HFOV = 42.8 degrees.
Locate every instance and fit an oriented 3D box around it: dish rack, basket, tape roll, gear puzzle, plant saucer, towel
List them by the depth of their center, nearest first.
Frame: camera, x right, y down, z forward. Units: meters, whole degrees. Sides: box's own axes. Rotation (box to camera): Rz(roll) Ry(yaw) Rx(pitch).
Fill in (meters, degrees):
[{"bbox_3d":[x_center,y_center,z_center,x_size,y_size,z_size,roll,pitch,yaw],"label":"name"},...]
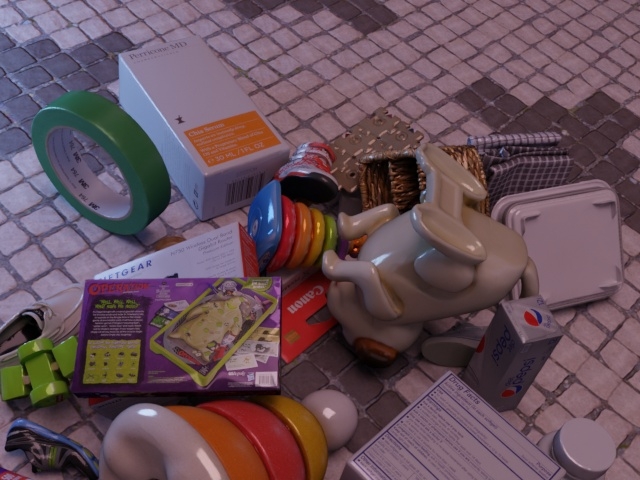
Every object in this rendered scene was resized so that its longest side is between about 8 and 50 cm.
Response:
[{"bbox_3d":[-0.465,-0.159,1.729,0.321,0.321,0.077,31,52,14],"label":"tape roll"},{"bbox_3d":[0.228,-0.053,1.780,0.223,0.213,0.298,-7,97,-18],"label":"basket"},{"bbox_3d":[-0.323,0.026,1.806,0.084,0.015,0.083,6,51,-7],"label":"plant saucer"},{"bbox_3d":[0.551,0.022,1.841,0.333,0.285,0.072,-10,10,-18],"label":"dish rack"},{"bbox_3d":[0.437,-0.112,1.899,0.235,0.283,0.121,-4,47,-15],"label":"towel"},{"bbox_3d":[0.079,-0.176,1.922,0.339,0.044,0.175,-38,53,-16],"label":"gear puzzle"}]

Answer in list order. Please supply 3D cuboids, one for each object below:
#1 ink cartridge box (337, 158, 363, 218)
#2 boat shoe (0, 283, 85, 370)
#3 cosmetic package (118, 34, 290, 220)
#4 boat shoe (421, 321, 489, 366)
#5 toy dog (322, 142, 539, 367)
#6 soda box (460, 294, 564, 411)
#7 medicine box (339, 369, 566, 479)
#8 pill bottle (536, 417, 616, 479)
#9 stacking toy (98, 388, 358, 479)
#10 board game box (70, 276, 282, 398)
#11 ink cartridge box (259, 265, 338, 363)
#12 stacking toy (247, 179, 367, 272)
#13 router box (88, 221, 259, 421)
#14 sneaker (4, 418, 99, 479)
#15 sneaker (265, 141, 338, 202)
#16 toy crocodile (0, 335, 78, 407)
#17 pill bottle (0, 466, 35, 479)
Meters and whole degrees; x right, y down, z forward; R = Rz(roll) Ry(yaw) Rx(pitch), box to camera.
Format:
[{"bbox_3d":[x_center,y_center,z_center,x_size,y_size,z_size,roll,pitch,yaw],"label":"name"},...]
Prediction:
[{"bbox_3d":[0.150,-0.115,1.972,0.209,0.086,0.153,10,50,-2],"label":"ink cartridge box"},{"bbox_3d":[-0.553,0.164,1.598,0.096,0.088,0.267,37,54,18],"label":"boat shoe"},{"bbox_3d":[-0.289,-0.283,1.974,0.230,0.161,0.453,-23,58,-27],"label":"cosmetic package"},{"bbox_3d":[0.317,0.217,1.749,0.228,0.079,0.081,4,41,-15],"label":"boat shoe"},{"bbox_3d":[0.184,0.068,1.628,0.396,0.408,0.284,28,39,-24],"label":"toy dog"},{"bbox_3d":[0.368,0.230,1.603,0.091,0.286,0.098,-10,53,-17],"label":"soda box"},{"bbox_3d":[0.217,0.417,1.396,0.263,0.149,0.289,41,51,22],"label":"medicine box"},{"bbox_3d":[0.444,0.423,1.498,0.131,0.229,0.131,6,50,-7],"label":"pill bottle"},{"bbox_3d":[-0.105,0.389,1.426,0.480,0.350,0.350,-16,54,-46],"label":"stacking toy"},{"bbox_3d":[-0.239,0.165,1.405,0.347,0.056,0.208,0,68,1],"label":"board game box"},{"bbox_3d":[-0.059,0.087,1.779,0.261,0.066,0.296,39,54,21],"label":"ink cartridge box"},{"bbox_3d":[0.000,0.000,1.743,0.302,0.175,0.165,10,54,-21],"label":"stacking toy"},{"bbox_3d":[-0.277,0.153,1.568,0.336,0.082,0.301,-20,51,12],"label":"router box"},{"bbox_3d":[-0.475,0.385,1.458,0.188,0.067,0.078,23,71,5],"label":"sneaker"},{"bbox_3d":[-0.013,-0.158,1.782,0.090,0.270,0.145,45,70,-19],"label":"sneaker"},{"bbox_3d":[-0.436,0.212,1.490,0.341,0.105,0.115,-27,70,3],"label":"toy crocodile"},{"bbox_3d":[-0.619,0.424,1.309,0.323,0.181,0.181,20,50,4],"label":"pill bottle"}]
